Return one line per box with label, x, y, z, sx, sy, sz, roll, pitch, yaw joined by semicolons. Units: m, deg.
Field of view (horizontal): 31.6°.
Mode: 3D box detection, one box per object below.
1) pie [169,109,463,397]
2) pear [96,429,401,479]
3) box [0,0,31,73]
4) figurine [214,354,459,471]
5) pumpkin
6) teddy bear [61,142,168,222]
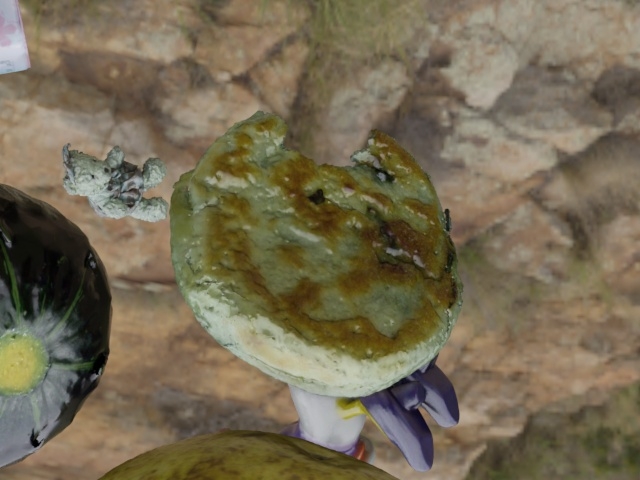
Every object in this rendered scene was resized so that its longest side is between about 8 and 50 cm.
pie;0.000;0.007;1.048;0.302;0.302;0.067;15;142;-12
pear;-0.032;0.164;0.416;0.197;0.197;0.197;5;147;3
box;-0.572;-0.286;1.442;0.370;0.190;0.112;-12;168;-14
figurine;-0.028;0.246;1.393;0.421;0.154;0.193;-39;96;31
pumpkin;-0.361;0.074;1.117;0.296;0.296;0.296;5;147;3
teddy bear;-0.375;-0.101;1.988;0.213;0.133;0.111;16;150;-34
